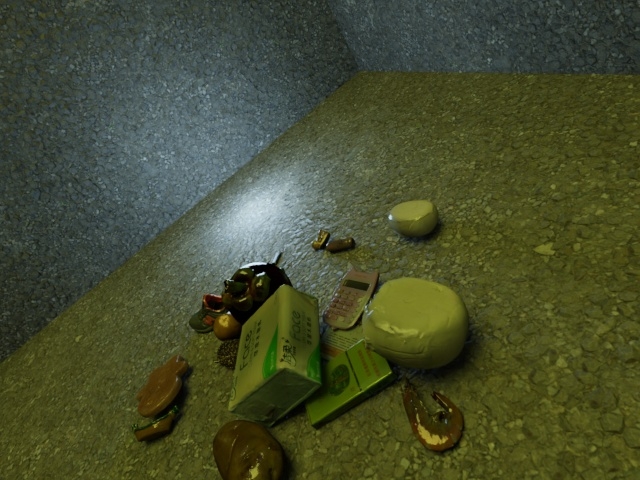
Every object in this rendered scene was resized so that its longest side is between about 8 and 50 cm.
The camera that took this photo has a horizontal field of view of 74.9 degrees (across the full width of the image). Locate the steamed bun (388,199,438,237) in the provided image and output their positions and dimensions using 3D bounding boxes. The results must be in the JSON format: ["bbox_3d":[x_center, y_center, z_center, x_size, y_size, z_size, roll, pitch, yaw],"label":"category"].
[{"bbox_3d":[0.405,-0.087,1.818,0.228,0.130,0.177,5,40,46],"label":"steamed bun"}]

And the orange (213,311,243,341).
[{"bbox_3d":[-0.422,0.395,1.943,0.156,0.134,0.156,-19,8,3],"label":"orange"}]

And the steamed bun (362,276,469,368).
[{"bbox_3d":[0.311,0.285,1.345,0.312,0.233,0.334,16,36,35],"label":"steamed bun"}]

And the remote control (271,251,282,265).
[{"bbox_3d":[-0.238,0.096,2.262,0.039,0.014,0.096,-12,40,32],"label":"remote control"}]

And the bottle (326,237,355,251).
[{"bbox_3d":[0.098,0.022,2.023,0.140,0.053,0.053,-12,40,30],"label":"bottle"}]

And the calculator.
[{"bbox_3d":[0.124,0.243,1.712,0.194,0.043,0.294,7,56,45],"label":"calculator"}]

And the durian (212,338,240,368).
[{"bbox_3d":[-0.407,0.496,1.852,0.188,0.091,0.148,-29,34,13],"label":"durian"}]

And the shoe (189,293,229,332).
[{"bbox_3d":[-0.553,0.347,2.089,0.336,0.171,0.132,-20,37,21],"label":"shoe"}]

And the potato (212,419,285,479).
[{"bbox_3d":[-0.249,0.722,1.398,0.369,0.176,0.195,4,93,53],"label":"potato"}]

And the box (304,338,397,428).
[{"bbox_3d":[0.086,0.484,1.451,0.335,0.047,0.187,-35,37,8],"label":"box"}]

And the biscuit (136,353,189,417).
[{"bbox_3d":[-0.718,0.664,1.907,0.275,0.052,0.355,-36,22,-5],"label":"biscuit"}]

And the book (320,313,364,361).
[{"bbox_3d":[0.116,0.350,1.636,0.208,0.020,0.295,9,54,46],"label":"book"}]

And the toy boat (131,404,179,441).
[{"bbox_3d":[-0.693,0.776,1.760,0.229,0.089,0.088,-24,55,4],"label":"toy boat"}]

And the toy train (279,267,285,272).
[{"bbox_3d":[-0.282,0.226,2.078,0.248,0.101,0.159,-27,48,15],"label":"toy train"}]

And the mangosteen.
[{"bbox_3d":[-0.273,0.236,1.853,0.330,0.330,0.330,-23,36,18],"label":"mangosteen"}]

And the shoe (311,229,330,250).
[{"bbox_3d":[0.003,-0.001,2.122,0.069,0.072,0.109,34,107,32],"label":"shoe"}]

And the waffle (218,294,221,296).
[{"bbox_3d":[-0.564,0.358,2.219,0.153,0.023,0.097,-45,34,-16],"label":"waffle"}]

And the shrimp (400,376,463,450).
[{"bbox_3d":[0.319,0.504,1.241,0.150,0.068,0.248,-27,38,-9],"label":"shrimp"}]

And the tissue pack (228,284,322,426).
[{"bbox_3d":[-0.163,0.419,1.566,0.332,0.205,0.405,-47,25,26],"label":"tissue pack"}]
